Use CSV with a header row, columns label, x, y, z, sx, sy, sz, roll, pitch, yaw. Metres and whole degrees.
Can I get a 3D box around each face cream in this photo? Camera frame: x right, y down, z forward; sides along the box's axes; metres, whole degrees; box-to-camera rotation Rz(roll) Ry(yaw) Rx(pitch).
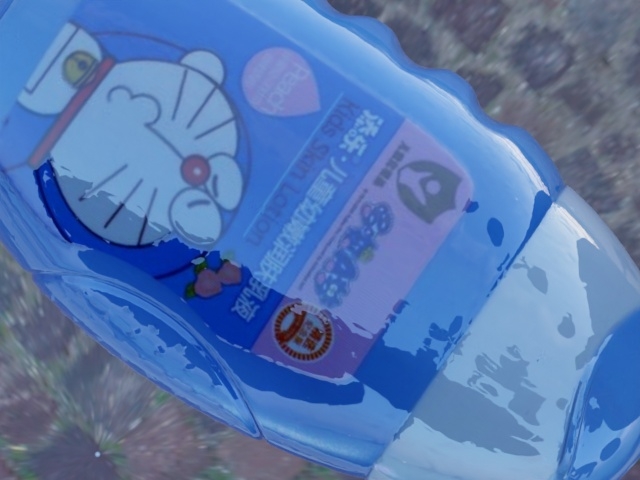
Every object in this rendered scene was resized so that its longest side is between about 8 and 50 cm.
label,x,y,z,sx,sy,sz,roll,pitch,yaw
face cream,0.000,0.000,0.668,0.264,0.083,0.149,34,99,4
